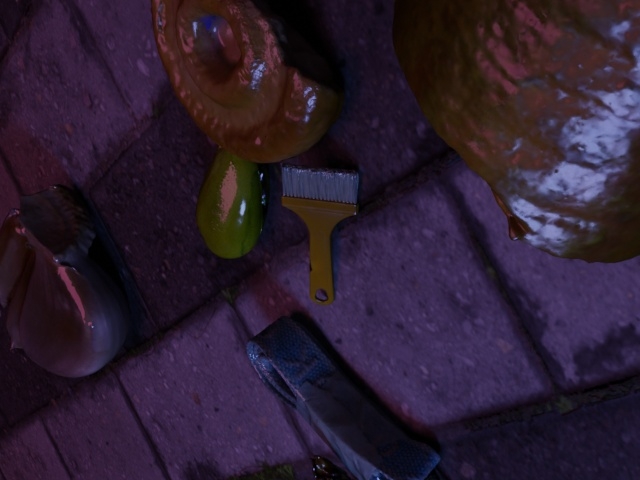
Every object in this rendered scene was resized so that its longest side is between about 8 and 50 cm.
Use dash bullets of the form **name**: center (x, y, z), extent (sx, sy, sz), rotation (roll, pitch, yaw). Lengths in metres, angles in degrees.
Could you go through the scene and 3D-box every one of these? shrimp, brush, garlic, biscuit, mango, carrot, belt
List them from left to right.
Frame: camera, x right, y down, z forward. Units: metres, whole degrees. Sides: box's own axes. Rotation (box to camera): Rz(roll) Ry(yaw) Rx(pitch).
- **garlic**: center (-0.410, 0.084, 1.728), extent (0.279, 0.132, 0.325), rotation (45, 140, 27)
- **mango**: center (-0.106, -0.050, 1.273), extent (0.091, 0.074, 0.165), rotation (39, 139, 36)
- **biscuit**: center (-0.092, -0.193, 1.145), extent (0.274, 0.091, 0.213), rotation (49, 142, 17)
- **brush**: center (0.000, 0.000, 1.191), extent (0.083, 0.011, 0.205), rotation (7, 133, 8)
- **belt**: center (0.028, 0.204, 1.262), extent (0.302, 0.072, 0.087), rotation (42, 147, 28)
- **shrimp**: center (0.034, 0.305, 1.290), extent (0.190, 0.042, 0.101), rotation (52, 178, -40)
- **carrot**: center (0.174, -0.140, 0.683), extent (0.241, 0.241, 0.341), rotation (50, 142, 20)
